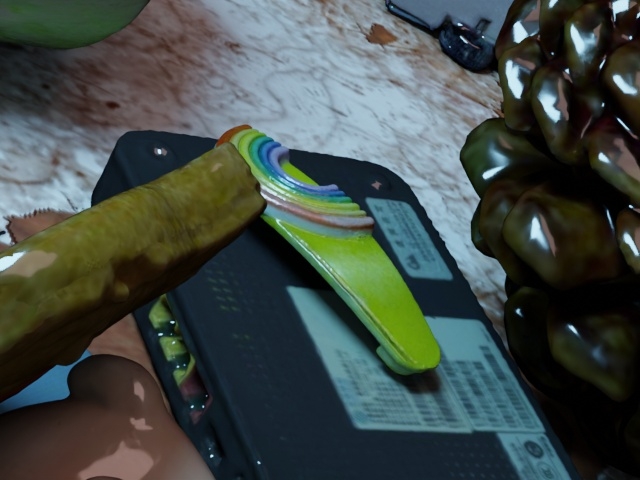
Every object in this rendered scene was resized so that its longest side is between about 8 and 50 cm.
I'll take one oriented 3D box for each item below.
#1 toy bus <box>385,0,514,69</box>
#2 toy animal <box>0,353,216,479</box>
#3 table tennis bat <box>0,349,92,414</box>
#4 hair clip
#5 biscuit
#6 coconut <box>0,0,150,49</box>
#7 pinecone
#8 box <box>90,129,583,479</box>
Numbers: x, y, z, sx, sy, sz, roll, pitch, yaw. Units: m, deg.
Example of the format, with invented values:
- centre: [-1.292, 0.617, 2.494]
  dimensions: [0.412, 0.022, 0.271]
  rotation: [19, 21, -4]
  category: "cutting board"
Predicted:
- centre: [0.211, -0.164, 1.425]
  dimensions: [0.317, 0.112, 0.138]
  rotation: [32, 27, -3]
  category: "toy bus"
- centre: [-0.121, 0.147, 0.656]
  dimensions: [0.171, 0.171, 0.197]
  rotation: [33, 33, 1]
  category: "toy animal"
- centre: [-0.157, 0.054, 0.841]
  dimensions: [0.100, 0.019, 0.155]
  rotation: [-20, 59, -44]
  category: "table tennis bat"
- centre: [0.000, 0.000, 0.978]
  dimensions: [0.060, 0.033, 0.188]
  rotation: [-15, 55, -47]
  category: "hair clip"
- centre: [-0.155, 0.053, 0.670]
  dimensions: [0.049, 0.273, 0.257]
  rotation: [62, 27, -3]
  category: "biscuit"
- centre: [-0.191, -0.256, 1.045]
  dimensions: [0.328, 0.281, 0.328]
  rotation: [5, 4, 0]
  category: "coconut"
- centre: [0.275, -0.032, 1.061]
  dimensions: [0.398, 0.397, 0.397]
  rotation: [23, 33, -16]
  category: "pinecone"
- centre: [0.017, 0.078, 0.968]
  dimensions: [0.211, 0.058, 0.350]
  rotation: [7, 40, -36]
  category: "box"
